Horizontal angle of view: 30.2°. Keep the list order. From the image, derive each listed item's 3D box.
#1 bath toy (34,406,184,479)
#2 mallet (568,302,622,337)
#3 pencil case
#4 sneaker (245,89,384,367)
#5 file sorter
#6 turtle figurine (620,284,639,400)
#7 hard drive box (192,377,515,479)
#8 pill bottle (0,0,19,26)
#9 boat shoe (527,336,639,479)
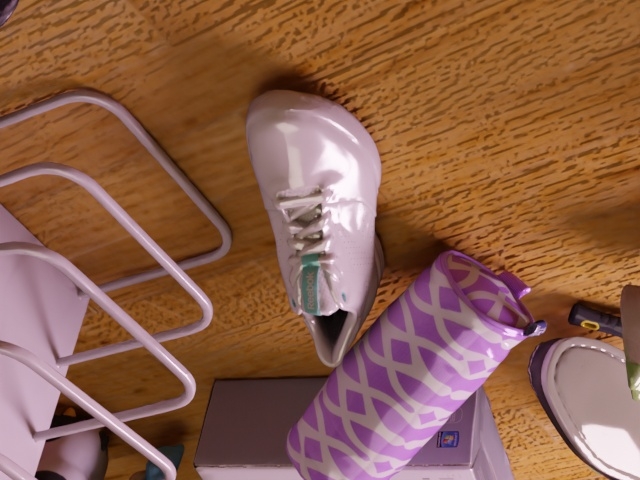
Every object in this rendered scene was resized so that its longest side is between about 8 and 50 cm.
[{"bbox_3d":[-0.304,0.187,1.053,0.348,0.151,0.129,19,103,-5],"label":"bath toy"},{"bbox_3d":[0.272,0.072,0.837,0.189,0.039,0.062,20,142,-5],"label":"mallet"},{"bbox_3d":[0.061,0.097,0.833,0.086,0.088,0.206,47,114,14],"label":"pencil case"},{"bbox_3d":[0.000,0.000,0.764,0.080,0.094,0.212,-1,140,17],"label":"sneaker"},{"bbox_3d":[-0.186,0.072,0.756,0.173,0.278,0.193,-15,135,27],"label":"file sorter"},{"bbox_3d":[0.326,0.073,0.693,0.266,0.198,0.275,-6,135,26],"label":"turtle figurine"},{"bbox_3d":[0.035,0.199,1.007,0.232,0.089,0.181,-4,139,18],"label":"hard drive box"},{"bbox_3d":[-0.233,-0.147,0.614,0.219,0.123,0.123,-16,134,26],"label":"pill bottle"},{"bbox_3d":[0.223,0.142,0.896,0.227,0.081,0.068,40,166,-29],"label":"boat shoe"}]
